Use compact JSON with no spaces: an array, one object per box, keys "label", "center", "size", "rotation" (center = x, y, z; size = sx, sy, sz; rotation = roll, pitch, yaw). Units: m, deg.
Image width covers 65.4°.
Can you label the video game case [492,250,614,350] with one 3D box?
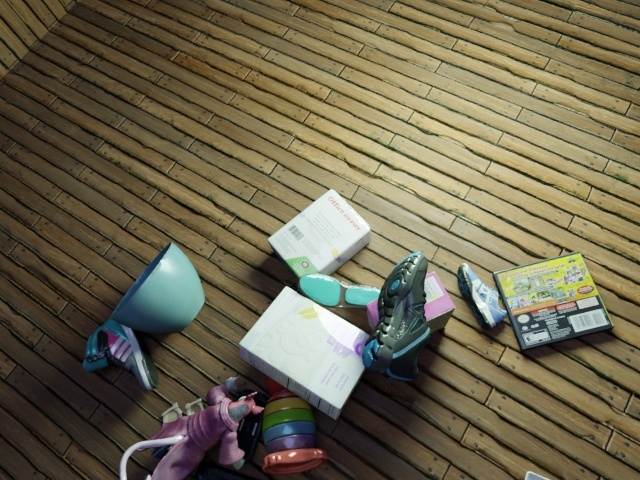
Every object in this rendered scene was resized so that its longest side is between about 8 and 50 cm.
[{"label":"video game case","center":[0.699,0.181,1.514],"size":[0.274,0.035,0.249],"rotation":[-14,67,2]}]

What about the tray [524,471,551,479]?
[{"label":"tray","center":[0.652,0.728,1.295],"size":[0.270,0.030,0.145],"rotation":[20,71,15]}]

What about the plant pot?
[{"label":"plant pot","center":[-0.483,0.179,1.566],"size":[0.195,0.290,0.290],"rotation":[41,75,-17]}]

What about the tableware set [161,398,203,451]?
[{"label":"tableware set","center":[-0.406,0.563,1.495],"size":[0.141,0.020,0.169],"rotation":[-22,60,5]}]

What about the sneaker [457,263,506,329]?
[{"label":"sneaker","center":[0.490,0.164,1.532],"size":[0.081,0.080,0.211],"rotation":[-22,76,-9]}]

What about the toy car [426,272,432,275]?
[{"label":"toy car","center":[0.321,0.094,1.591],"size":[0.040,0.060,0.122],"rotation":[-28,70,-39]}]

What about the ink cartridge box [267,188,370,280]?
[{"label":"ink cartridge box","center":[0.000,0.000,1.636],"size":[0.278,0.117,0.201],"rotation":[-39,68,-9]}]

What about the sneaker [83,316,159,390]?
[{"label":"sneaker","center":[-0.637,0.376,1.558],"size":[0.178,0.124,0.296],"rotation":[-32,59,-11]}]

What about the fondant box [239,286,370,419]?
[{"label":"fondant box","center":[-0.031,0.312,1.429],"size":[0.330,0.096,0.238],"rotation":[29,54,14]}]

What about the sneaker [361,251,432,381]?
[{"label":"sneaker","center":[0.219,0.193,1.282],"size":[0.139,0.125,0.341],"rotation":[28,69,-12]}]

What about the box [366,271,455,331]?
[{"label":"box","center":[0.254,0.218,1.443],"size":[0.213,0.243,0.117],"rotation":[-26,67,-3]}]

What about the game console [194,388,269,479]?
[{"label":"game console","center":[-0.231,0.624,1.448],"size":[0.213,0.044,0.362],"rotation":[14,72,13]}]

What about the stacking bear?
[{"label":"stacking bear","center":[-0.093,0.496,1.424],"size":[0.175,0.164,0.289],"rotation":[-2,55,-12]}]

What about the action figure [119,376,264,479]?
[{"label":"action figure","center":[-0.327,0.505,1.355],"size":[0.370,0.275,0.248],"rotation":[-36,57,10]}]

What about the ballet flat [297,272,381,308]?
[{"label":"ballet flat","center":[0.059,0.172,1.543],"size":[0.280,0.096,0.095],"rotation":[14,72,-7]}]
